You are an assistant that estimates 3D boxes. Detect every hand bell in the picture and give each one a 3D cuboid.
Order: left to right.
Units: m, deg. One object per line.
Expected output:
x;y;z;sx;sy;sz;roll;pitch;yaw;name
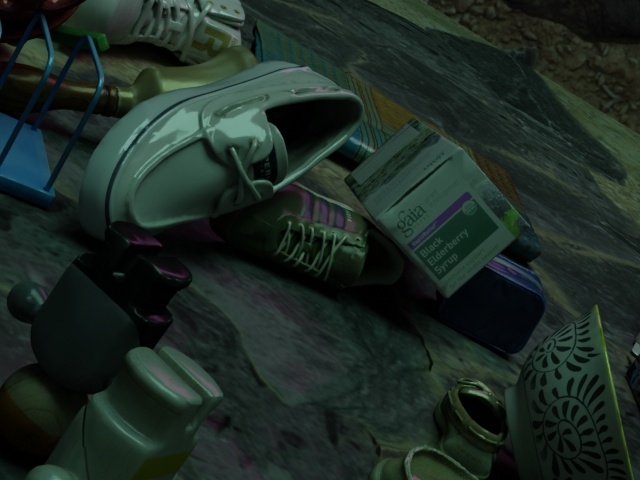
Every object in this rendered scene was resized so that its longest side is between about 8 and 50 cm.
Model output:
-0.181;-0.113;1.199;0.242;0.126;0.126;5;29;-29;hand bell

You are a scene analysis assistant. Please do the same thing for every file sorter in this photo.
-0.251;-0.119;1.046;0.170;0.104;0.118;23;20;-26;file sorter

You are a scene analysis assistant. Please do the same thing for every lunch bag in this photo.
0.147;0.048;1.320;0.098;0.067;0.065;29;17;-6;lunch bag

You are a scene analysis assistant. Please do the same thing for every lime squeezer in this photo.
-0.256;-0.210;1.316;0.110;0.059;0.310;-3;29;-13;lime squeezer

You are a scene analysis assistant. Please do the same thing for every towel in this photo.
0.075;-0.114;1.688;0.370;0.040;0.271;30;19;-12;towel

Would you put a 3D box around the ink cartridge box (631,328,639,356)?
0.402;0.105;1.599;0.104;0.061;0.181;35;18;9;ink cartridge box

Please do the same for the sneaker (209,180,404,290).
0.000;0.000;1.205;0.086;0.064;0.192;37;15;32;sneaker

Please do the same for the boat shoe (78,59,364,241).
-0.065;-0.063;1.104;0.088;0.096;0.267;17;28;31;boat shoe

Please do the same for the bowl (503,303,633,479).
0.178;0.136;1.068;0.170;0.080;0.170;-12;90;-81;bowl

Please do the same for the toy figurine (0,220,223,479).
-0.164;0.057;0.671;0.209;0.148;0.213;30;15;-26;toy figurine

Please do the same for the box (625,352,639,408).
0.407;0.195;1.394;0.233;0.044;0.159;29;18;-9;box

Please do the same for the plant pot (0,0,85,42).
-0.234;-0.254;1.137;0.191;0.174;0.191;10;65;-23;plant pot

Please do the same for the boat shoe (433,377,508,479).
0.113;0.130;1.073;0.056;0.048;0.153;33;18;4;boat shoe

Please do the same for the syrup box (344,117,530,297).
0.097;-0.034;1.309;0.096;0.093;0.237;47;3;-13;syrup box

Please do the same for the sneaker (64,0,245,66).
-0.155;-0.232;1.504;0.169;0.108;0.292;27;17;-5;sneaker

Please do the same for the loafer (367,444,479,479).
0.142;0.201;0.856;0.268;0.092;0.102;40;19;24;loafer
